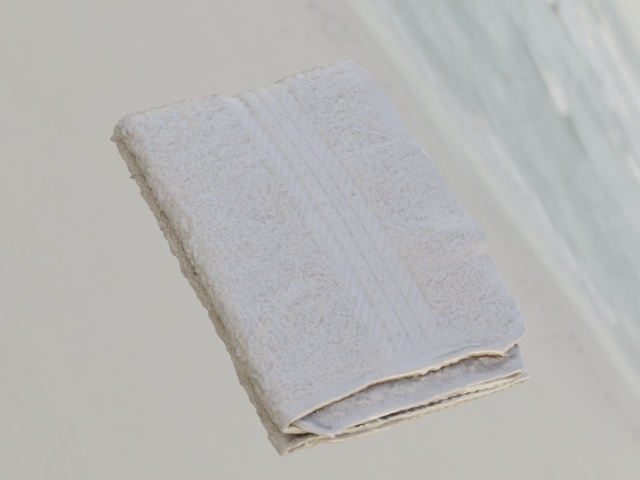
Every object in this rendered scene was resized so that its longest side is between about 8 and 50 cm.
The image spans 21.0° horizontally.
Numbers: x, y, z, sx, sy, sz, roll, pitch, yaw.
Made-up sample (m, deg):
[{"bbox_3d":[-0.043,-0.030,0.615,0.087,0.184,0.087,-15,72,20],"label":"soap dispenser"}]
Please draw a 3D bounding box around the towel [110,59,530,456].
[{"bbox_3d":[0.000,0.000,1.107,0.282,0.187,0.049,58,-29,31],"label":"towel"}]
